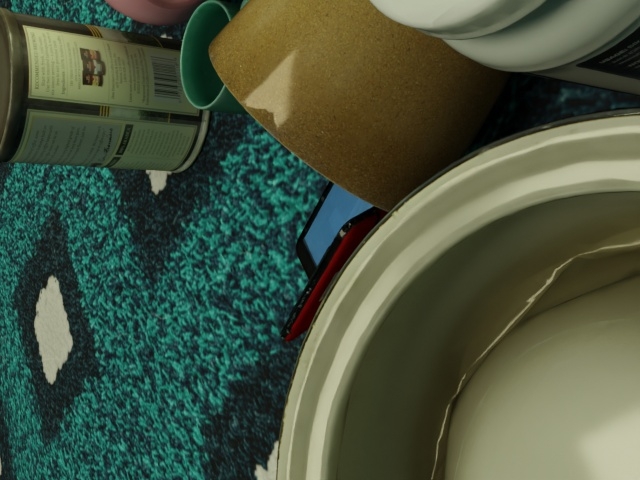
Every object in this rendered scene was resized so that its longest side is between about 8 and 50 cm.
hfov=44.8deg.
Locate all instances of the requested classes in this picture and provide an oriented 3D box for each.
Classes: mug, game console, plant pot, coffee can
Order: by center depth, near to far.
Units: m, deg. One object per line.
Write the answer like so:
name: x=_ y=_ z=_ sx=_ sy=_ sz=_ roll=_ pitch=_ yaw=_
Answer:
plant pot: x=0.076 y=-0.191 z=0.637 sx=0.254 sy=0.237 sz=0.237 roll=-51 pitch=50 yaw=20
game console: x=0.000 y=0.000 z=0.704 sx=0.085 sy=0.124 sz=0.144 roll=40 pitch=126 yaw=16
mug: x=-0.090 y=-0.217 z=0.932 sx=0.157 sy=0.097 sz=0.129 roll=9 pitch=97 yaw=52
coffee can: x=-0.322 y=-0.201 z=1.091 sx=0.201 sy=0.275 sz=0.201 roll=-1 pitch=89 yaw=53

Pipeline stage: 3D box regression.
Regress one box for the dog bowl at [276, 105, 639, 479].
dog bowl: x=0.165 y=0.150 z=0.377 sx=0.408 sy=0.150 sz=0.408 roll=-5 pitch=83 yaw=43

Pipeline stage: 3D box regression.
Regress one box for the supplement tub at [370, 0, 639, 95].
supplement tub: x=0.169 y=-0.185 z=0.445 sx=0.191 sy=0.272 sz=0.191 roll=0 pitch=91 yaw=52

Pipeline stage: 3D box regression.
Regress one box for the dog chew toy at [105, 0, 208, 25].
dog chew toy: x=-0.236 y=-0.431 z=1.054 sx=0.207 sy=0.206 sz=0.332 roll=-65 pitch=35 yaw=29
